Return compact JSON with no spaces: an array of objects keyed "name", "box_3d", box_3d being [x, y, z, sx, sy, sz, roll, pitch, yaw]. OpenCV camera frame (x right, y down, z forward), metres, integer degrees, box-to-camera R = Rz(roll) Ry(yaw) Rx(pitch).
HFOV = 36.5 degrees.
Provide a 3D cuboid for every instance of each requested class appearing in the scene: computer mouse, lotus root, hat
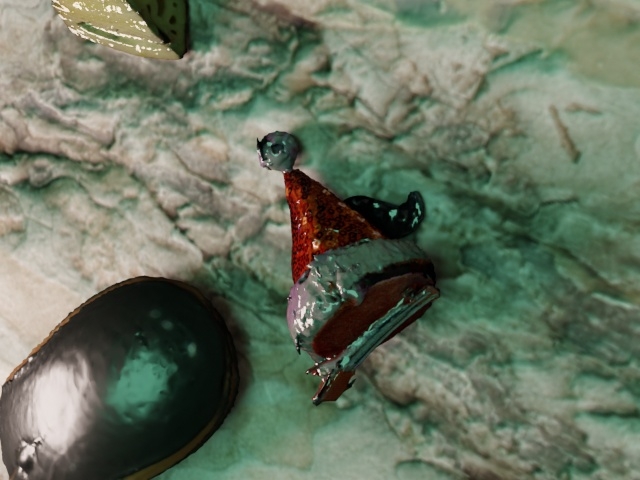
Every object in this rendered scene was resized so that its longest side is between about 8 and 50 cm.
[{"name":"computer mouse","box_3d":[-0.213,0.161,0.935,0.323,0.116,0.183,-41,72,27]},{"name":"lotus root","box_3d":[-0.190,-0.251,0.890,0.135,0.095,0.159,12,142,32]},{"name":"hat","box_3d":[0.001,0.002,0.817,0.227,0.129,0.140,60,137,29]}]
